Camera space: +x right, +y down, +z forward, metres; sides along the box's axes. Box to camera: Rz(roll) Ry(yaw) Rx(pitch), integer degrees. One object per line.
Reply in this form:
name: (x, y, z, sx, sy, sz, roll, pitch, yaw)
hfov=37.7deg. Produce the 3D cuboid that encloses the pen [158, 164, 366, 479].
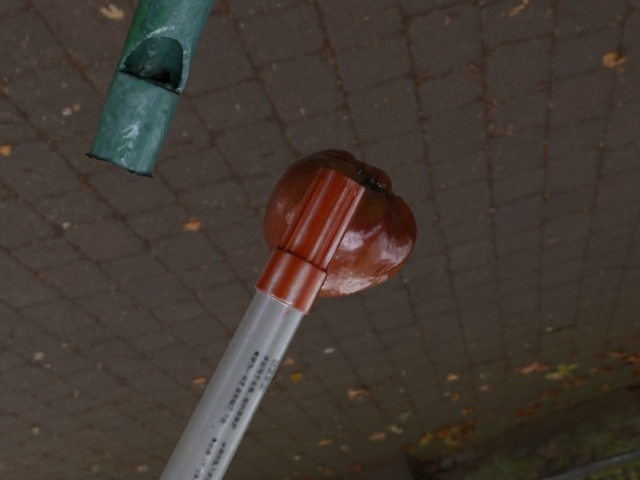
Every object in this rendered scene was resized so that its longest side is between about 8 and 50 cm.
pen: (-0.042, 0.076, 0.410, 0.028, 0.239, 0.028, 26, 174, 3)

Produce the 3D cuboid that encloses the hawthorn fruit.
hawthorn fruit: (0.009, -0.008, 0.769, 0.140, 0.125, 0.125, -43, 160, -11)

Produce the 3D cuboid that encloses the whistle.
whistle: (-0.072, -0.125, 0.479, 0.039, 0.186, 0.039, 20, -178, -1)
